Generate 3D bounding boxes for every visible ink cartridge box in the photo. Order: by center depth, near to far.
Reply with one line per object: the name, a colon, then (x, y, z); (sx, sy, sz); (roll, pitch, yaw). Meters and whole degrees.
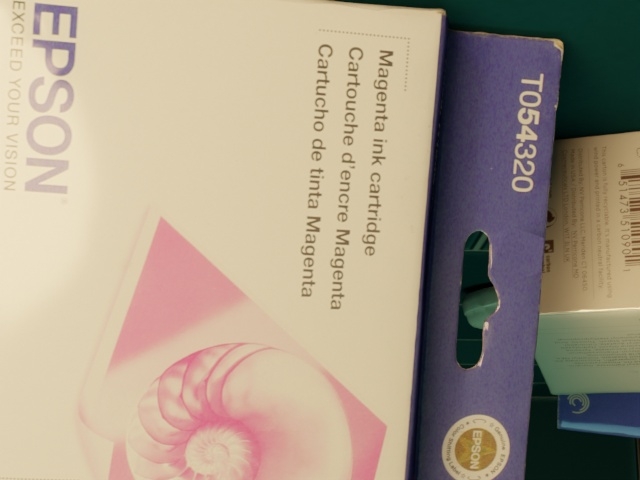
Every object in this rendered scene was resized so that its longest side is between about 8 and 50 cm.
ink cartridge box: (-0.022, 0.031, 0.587); (0.330, 0.324, 0.071); (3, -176, -9)

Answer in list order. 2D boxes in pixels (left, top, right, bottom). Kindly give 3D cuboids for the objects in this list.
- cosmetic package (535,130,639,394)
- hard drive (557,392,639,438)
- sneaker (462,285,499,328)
cosmetic package: (0.243, 0.023, 0.843); (0.152, 0.151, 0.183); (-4, 152, 18)
hard drive: (0.401, 0.105, 1.058); (0.319, 0.210, 0.040); (4, -163, 20)
sneaker: (0.320, 0.136, 1.333); (0.293, 0.169, 0.108); (-4, 167, 23)
